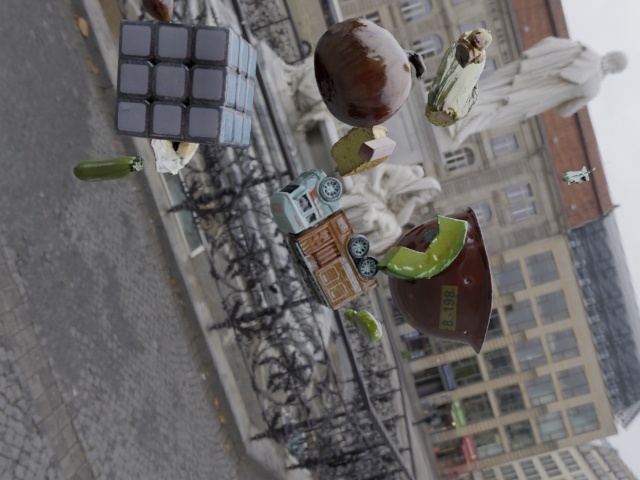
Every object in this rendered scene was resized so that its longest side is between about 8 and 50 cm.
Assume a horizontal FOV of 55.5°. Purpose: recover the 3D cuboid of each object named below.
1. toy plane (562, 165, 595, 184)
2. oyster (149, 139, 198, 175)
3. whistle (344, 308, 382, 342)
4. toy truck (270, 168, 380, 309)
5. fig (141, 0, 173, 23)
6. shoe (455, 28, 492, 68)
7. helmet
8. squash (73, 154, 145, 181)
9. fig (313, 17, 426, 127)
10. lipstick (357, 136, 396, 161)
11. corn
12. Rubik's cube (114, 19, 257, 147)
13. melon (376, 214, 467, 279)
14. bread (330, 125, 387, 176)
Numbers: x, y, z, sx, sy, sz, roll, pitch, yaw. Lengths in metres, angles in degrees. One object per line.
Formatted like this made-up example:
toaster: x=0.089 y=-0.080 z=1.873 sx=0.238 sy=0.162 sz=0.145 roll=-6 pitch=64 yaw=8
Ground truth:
toy plane: x=0.573 y=-0.142 z=1.361 sx=0.080 sy=0.083 sz=0.033 roll=-14 pitch=-86 yaw=66
oyster: x=-0.520 y=-0.369 z=2.195 sx=0.271 sy=0.101 sz=0.275 roll=11 pitch=96 yaw=-74
whistle: x=0.131 y=0.252 z=1.894 sx=0.104 sy=0.057 sz=0.198 roll=63 pitch=-13 yaw=-17
toy truck: x=0.000 y=0.000 z=1.388 sx=0.305 sy=0.162 sz=0.136 roll=63 pitch=-19 yaw=-15
fig: x=-0.438 y=-0.636 z=1.685 sx=0.125 sy=0.089 sz=0.088 roll=70 pitch=7 yaw=-48
shoe: x=0.329 y=-0.420 z=1.320 sx=0.072 sy=0.069 sz=0.109 roll=54 pitch=-2 yaw=23
helmet: x=0.288 y=0.109 z=1.552 sx=0.337 sy=0.230 sz=0.384 roll=-90 pitch=177 yaw=-59
squash: x=-0.454 y=-0.155 z=1.311 sx=0.052 sy=0.184 sz=0.052 roll=-5 pitch=90 yaw=-69
fig: x=0.093 y=-0.361 z=1.320 sx=0.214 sy=0.235 sz=0.235 roll=-53 pitch=145 yaw=-23
lipstick: x=0.159 y=-0.255 z=1.700 sx=0.145 sy=0.045 sz=0.045 roll=-26 pitch=145 yaw=-55
corn: x=0.388 y=-0.455 z=1.749 sx=0.123 sy=0.122 sz=0.305 roll=51 pitch=54 yaw=-44
Rubik's cube: x=-0.361 y=-0.417 z=1.677 sx=0.301 sy=0.304 sz=0.304 roll=-49 pitch=144 yaw=-79
melon: x=0.235 y=0.021 z=1.331 sx=0.118 sy=0.209 sz=0.064 roll=44 pitch=-1 yaw=-5
bread: x=0.151 y=-0.309 z=2.095 sx=0.140 sy=0.229 sz=0.143 roll=-5 pitch=76 yaw=-41
